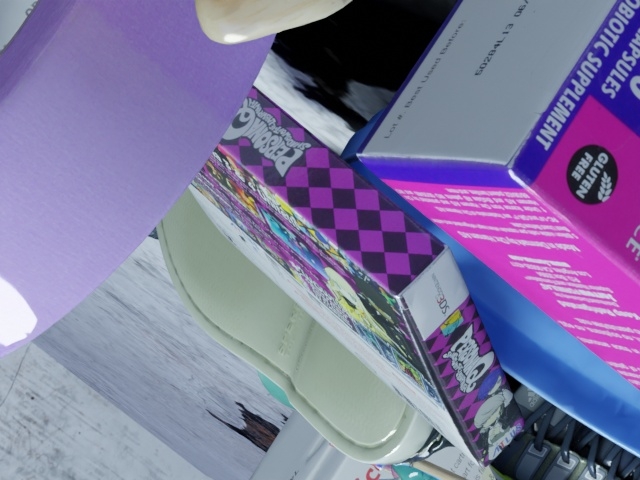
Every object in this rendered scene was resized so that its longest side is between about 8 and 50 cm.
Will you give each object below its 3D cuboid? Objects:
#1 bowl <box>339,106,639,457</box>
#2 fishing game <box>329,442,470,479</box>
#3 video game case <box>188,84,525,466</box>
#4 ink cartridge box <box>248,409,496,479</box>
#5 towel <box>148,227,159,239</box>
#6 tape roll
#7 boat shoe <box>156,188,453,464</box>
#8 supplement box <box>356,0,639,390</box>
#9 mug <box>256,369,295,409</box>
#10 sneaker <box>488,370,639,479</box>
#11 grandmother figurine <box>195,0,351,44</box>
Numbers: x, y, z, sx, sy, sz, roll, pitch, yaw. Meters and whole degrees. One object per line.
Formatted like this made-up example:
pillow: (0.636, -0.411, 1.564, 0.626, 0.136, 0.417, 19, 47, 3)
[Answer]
bowl: (0.188, 0.039, 1.016, 0.391, 0.077, 0.391, 31, 168, 7)
fishing game: (0.094, 0.187, 1.406, 0.189, 0.041, 0.264, 26, 172, -11)
video game case: (0.000, 0.000, 1.048, 0.232, 0.042, 0.210, 41, 169, 32)
ink cartridge box: (0.102, 0.234, 1.698, 0.270, 0.198, 0.197, 37, 167, -14)
towel: (-0.244, -0.082, 1.556, 0.324, 0.056, 0.312, 25, -176, 28)
tape roll: (-0.140, -0.075, 0.928, 0.090, 0.275, 0.275, 40, 166, -26)
boat shoe: (0.006, 0.026, 1.282, 0.113, 0.127, 0.340, 9, -159, -39)
supplement box: (0.142, -0.007, 0.702, 0.220, 0.111, 0.114, 38, 168, -23)
mug: (0.024, 0.063, 1.392, 0.097, 0.129, 0.158, 17, 160, 43)
sneaker: (0.187, 0.147, 1.376, 0.121, 0.111, 0.300, 43, 163, -28)
grandmother figurine: (-0.097, -0.221, 0.666, 0.208, 0.104, 0.342, 46, 175, 41)
